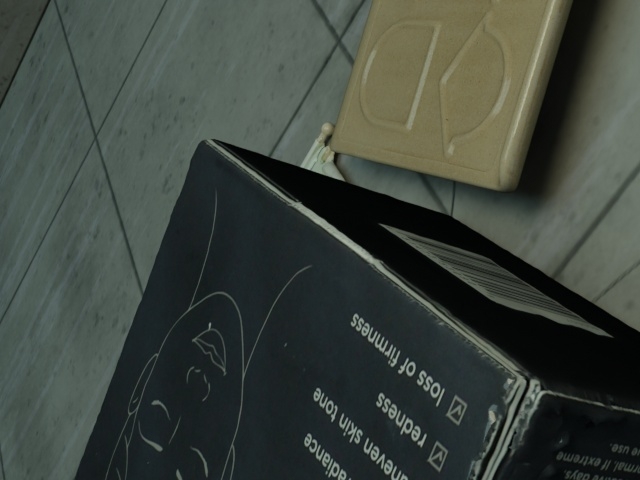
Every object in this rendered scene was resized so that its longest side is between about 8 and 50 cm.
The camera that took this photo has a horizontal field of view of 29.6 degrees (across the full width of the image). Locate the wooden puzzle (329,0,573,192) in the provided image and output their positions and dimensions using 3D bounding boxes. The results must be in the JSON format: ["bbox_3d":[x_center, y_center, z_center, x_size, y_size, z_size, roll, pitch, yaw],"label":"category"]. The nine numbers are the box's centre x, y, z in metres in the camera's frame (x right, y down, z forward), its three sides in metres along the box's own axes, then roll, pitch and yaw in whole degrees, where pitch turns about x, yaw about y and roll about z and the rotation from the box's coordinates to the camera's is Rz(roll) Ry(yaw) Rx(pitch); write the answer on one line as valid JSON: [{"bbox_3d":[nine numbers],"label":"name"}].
[{"bbox_3d":[0.149,-0.216,1.162,0.348,0.081,0.322,21,95,62],"label":"wooden puzzle"}]

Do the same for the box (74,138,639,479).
[{"bbox_3d":[0.031,0.235,0.942,0.480,0.297,0.471,38,108,55],"label":"box"}]

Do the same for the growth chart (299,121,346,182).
[{"bbox_3d":[0.000,0.000,1.346,0.172,0.021,0.237,-56,37,28],"label":"growth chart"}]
